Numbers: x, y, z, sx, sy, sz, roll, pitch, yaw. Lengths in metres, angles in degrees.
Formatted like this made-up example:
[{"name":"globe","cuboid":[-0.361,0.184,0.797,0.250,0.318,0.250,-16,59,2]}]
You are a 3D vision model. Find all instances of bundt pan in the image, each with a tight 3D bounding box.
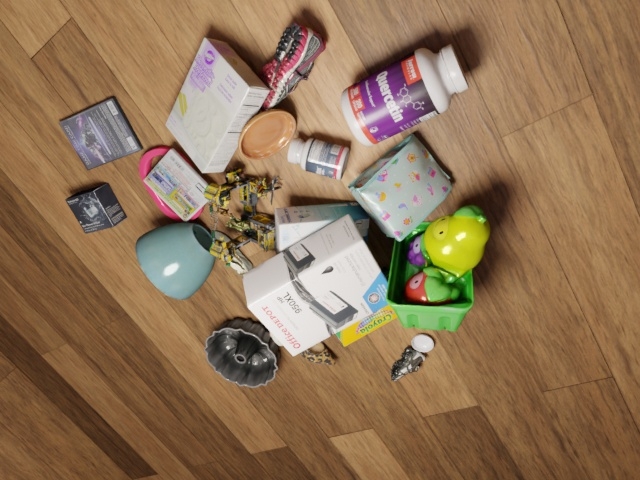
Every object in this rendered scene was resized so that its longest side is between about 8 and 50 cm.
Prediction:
[{"name":"bundt pan","cuboid":[-0.319,0.467,1.951,0.331,0.124,0.330,7,120,13]}]

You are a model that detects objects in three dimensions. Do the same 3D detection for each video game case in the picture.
[{"name":"video game case","cuboid":[-0.503,-0.193,1.625,0.193,0.023,0.212,-35,105,32]},{"name":"video game case","cuboid":[-0.802,-0.383,1.663,0.274,0.026,0.196,-13,115,23]}]

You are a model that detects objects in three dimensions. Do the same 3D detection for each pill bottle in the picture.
[{"name":"pill bottle","cuboid":[-0.007,-0.266,1.451,0.180,0.108,0.108,17,122,8]},{"name":"pill bottle","cuboid":[0.230,-0.403,1.261,0.323,0.181,0.181,-22,111,26]}]

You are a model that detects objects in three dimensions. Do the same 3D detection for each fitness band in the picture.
[{"name":"fitness band","cuboid":[-0.540,-0.205,1.677,0.209,0.054,0.290,-17,112,27]}]

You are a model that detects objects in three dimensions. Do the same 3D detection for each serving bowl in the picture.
[{"name":"serving bowl","cuboid":[0.394,0.391,1.757,0.083,0.027,0.083,7,120,12]}]

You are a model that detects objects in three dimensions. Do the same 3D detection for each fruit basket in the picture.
[{"name":"fruit basket","cuboid":[0.353,0.049,1.374,0.283,0.392,0.392,2,119,16]}]

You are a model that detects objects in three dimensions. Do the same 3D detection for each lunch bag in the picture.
[{"name":"lunch bag","cuboid":[0.254,-0.166,1.401,0.262,0.160,0.223,-42,103,-3]}]

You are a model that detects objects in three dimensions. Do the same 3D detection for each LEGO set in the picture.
[{"name":"LEGO set","cuboid":[-0.243,-0.064,1.547,0.192,0.255,0.331,22,117,31]}]

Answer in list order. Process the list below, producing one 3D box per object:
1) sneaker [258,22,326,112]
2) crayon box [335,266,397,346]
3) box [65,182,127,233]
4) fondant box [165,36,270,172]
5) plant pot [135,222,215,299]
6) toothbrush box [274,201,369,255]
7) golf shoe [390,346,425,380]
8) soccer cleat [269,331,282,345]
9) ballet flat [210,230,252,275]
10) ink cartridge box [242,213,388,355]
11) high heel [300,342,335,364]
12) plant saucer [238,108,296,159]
[{"name":"sneaker","cuboid":[-0.095,-0.489,1.354,0.299,0.112,0.120,-42,60,42]},{"name":"crayon box","cuboid":[0.159,0.235,1.630,0.278,0.081,0.165,-29,103,-1]},{"name":"box","cuboid":[-0.881,-0.125,1.794,0.156,0.093,0.158,-11,114,22]},{"name":"fondant box","cuboid":[-0.330,-0.410,1.415,0.238,0.096,0.330,50,123,17]},{"name":"plant pot","cuboid":[-0.502,0.046,1.690,0.195,0.290,0.290,-34,106,13]},{"name":"toothbrush box","cuboid":[0.000,0.000,1.525,0.296,0.126,0.216,-4,121,-11]},{"name":"golf shoe","cuboid":[0.345,0.507,1.811,0.094,0.077,0.198,17,133,-8]},{"name":"soccer cleat","cuboid":[-0.173,0.331,1.834,0.076,0.068,0.196,-16,91,40]},{"name":"ballet flat","cuboid":[-0.348,0.053,1.755,0.072,0.068,0.213,-36,104,31]},{"name":"ink cartridge box","cuboid":[-0.002,0.149,1.439,0.395,0.166,0.285,-30,125,6]},{"name":"high heel","cuboid":[-0.027,0.393,1.838,0.261,0.093,0.186,32,129,7]},{"name":"plant saucer","cuboid":[-0.171,-0.336,1.429,0.200,0.200,0.037,-50,63,32]}]
